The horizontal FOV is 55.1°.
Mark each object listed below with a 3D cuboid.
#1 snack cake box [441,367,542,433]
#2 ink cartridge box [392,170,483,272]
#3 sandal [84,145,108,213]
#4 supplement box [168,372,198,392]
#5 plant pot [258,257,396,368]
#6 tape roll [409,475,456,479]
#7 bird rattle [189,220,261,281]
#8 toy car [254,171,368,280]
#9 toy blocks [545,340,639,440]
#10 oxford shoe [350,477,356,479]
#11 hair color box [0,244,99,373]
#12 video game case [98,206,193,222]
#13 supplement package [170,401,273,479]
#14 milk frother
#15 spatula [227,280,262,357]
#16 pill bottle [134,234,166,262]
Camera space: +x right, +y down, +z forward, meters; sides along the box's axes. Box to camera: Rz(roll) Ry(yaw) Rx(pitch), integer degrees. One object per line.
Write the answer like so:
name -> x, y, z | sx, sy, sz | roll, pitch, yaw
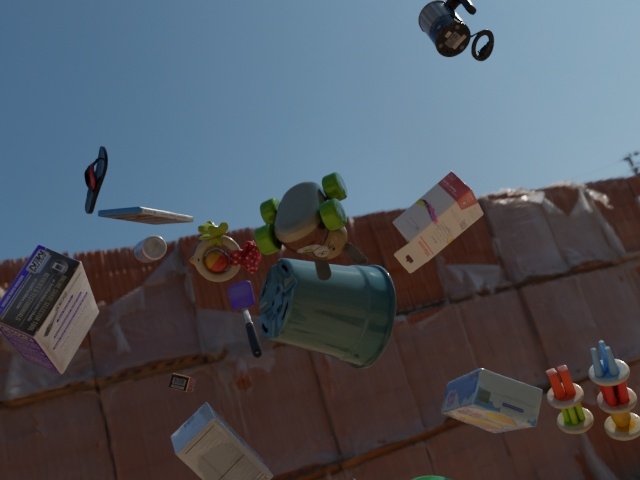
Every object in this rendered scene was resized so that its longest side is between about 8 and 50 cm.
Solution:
snack cake box -> 0.404, 0.392, 1.480 | 0.152, 0.089, 0.264 | 18, -21, 2
ink cartridge box -> 0.225, -0.033, 1.251 | 0.198, 0.067, 0.115 | -41, -36, 4
sandal -> -0.584, -0.155, 1.569 | 0.040, 0.179, 0.067 | 13, 9, -36
supplement box -> -0.392, 0.409, 1.755 | 0.055, 0.043, 0.083 | 10, -15, 10
plant pot -> 0.005, 0.210, 1.919 | 0.334, 0.341, 0.341 | 14, -31, -27
tape roll -> 0.266, 0.640, 1.241 | 0.321, 0.321, 0.077 | -32, -4, 41
bird rattle -> -0.336, 0.049, 2.139 | 0.207, 0.253, 0.143 | -50, 21, -3
toy car -> 0.000, 0.000, 1.094 | 0.155, 0.149, 0.188 | -20, -54, 20
toy blocks -> 0.378, 0.207, 0.870 | 0.123, 0.148, 0.054 | -6, 28, 41
oxford shoe -> 0.097, 0.892, 1.989 | 0.096, 0.227, 0.083 | -6, -29, 8
hair color box -> -0.615, 0.168, 1.399 | 0.110, 0.185, 0.339 | 24, -28, -3
video game case -> -0.374, -0.052, 1.324 | 0.119, 0.015, 0.166 | -2, -6, 28
supplement package -> -0.268, 0.584, 1.659 | 0.139, 0.244, 0.134 | -43, 16, -13
milk frother -> 0.323, -0.492, 1.448 | 0.129, 0.135, 0.143 | -32, -49, 16
spatula -> -0.238, 0.257, 1.997 | 0.084, 0.296, 0.030 | -14, -41, -10
pill bottle -> -0.613, 0.034, 2.188 | 0.087, 0.087, 0.160 | -4, -6, -31
